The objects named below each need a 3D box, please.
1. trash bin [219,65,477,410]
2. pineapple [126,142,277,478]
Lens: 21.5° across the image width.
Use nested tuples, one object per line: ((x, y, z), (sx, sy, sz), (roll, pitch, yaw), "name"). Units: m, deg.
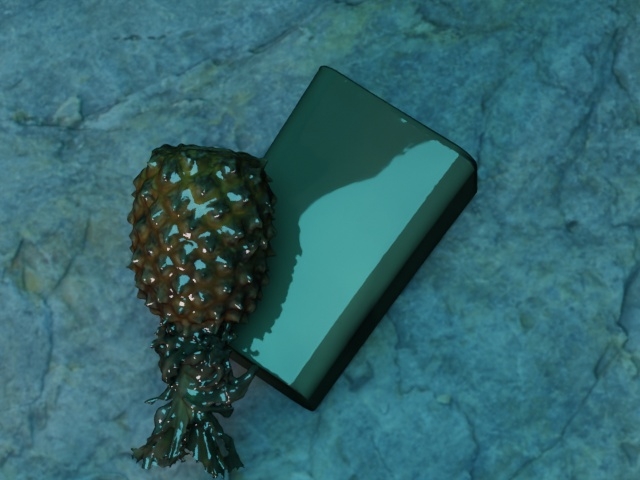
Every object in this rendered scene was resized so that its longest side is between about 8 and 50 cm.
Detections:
((0.000, 0.000, 1.983), (0.223, 0.158, 0.343), (33, 78, 12), "trash bin")
((-0.138, 0.077, 1.842), (0.175, 0.175, 0.361), (8, 95, 6), "pineapple")
